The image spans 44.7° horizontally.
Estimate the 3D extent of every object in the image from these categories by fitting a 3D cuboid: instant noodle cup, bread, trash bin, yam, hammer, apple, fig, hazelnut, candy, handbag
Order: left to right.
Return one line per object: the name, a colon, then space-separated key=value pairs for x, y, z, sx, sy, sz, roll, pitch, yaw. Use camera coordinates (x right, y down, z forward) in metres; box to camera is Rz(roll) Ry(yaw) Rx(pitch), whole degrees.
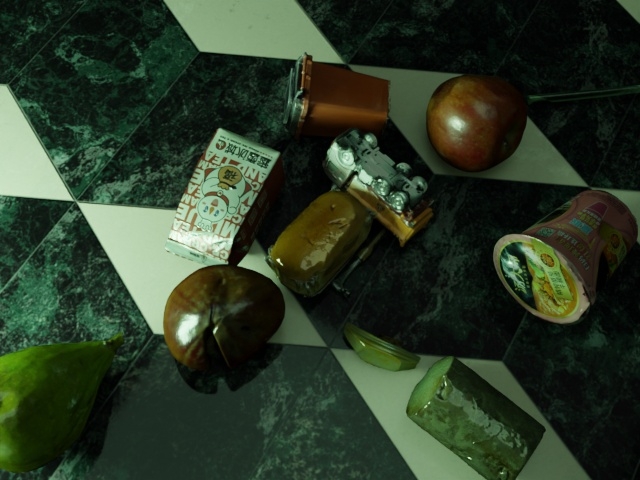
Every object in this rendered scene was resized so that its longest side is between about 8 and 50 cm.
fig: x=-0.515 y=0.312 z=1.485 sx=0.314 sy=0.233 sz=0.233 roll=-6 pitch=64 yaw=-30
hazelnut: x=-0.195 y=0.150 z=1.571 sx=0.252 sy=0.217 sz=0.217 roll=-16 pitch=68 yaw=-5
handbag: x=-0.212 y=-0.077 z=1.717 sx=0.171 sy=0.151 sz=0.298 roll=23 pitch=74 yaw=12
bread: x=0.000 y=0.000 z=1.696 sx=0.136 sy=0.107 sz=0.241 roll=33 pitch=68 yaw=25
trash bin: x=0.040 y=-0.330 z=1.825 sx=0.239 sy=0.184 sz=0.161 roll=7 pitch=66 yaw=-7
hammer: x=0.089 y=0.034 z=1.743 sx=0.078 sy=0.021 sz=0.201 roll=37 pitch=69 yaw=13
apple: x=0.354 y=-0.279 z=1.796 sx=0.230 sy=0.230 sz=0.229 roll=1 pitch=66 yaw=-3
yam: x=0.307 y=0.358 z=1.539 sx=0.268 sy=0.161 sz=0.161 roll=38 pitch=69 yaw=11
instant noodle cup: x=0.545 y=0.019 z=1.680 sx=0.255 sy=0.244 sz=0.244 roll=-37 pitch=73 yaw=-25
candy: x=0.736 y=-0.373 z=1.931 sx=0.440 sy=0.119 sz=0.119 roll=-4 pitch=66 yaw=3

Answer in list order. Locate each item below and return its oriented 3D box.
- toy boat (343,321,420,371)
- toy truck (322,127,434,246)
toy boat: x=0.126 y=0.225 z=1.638 sx=0.172 sy=0.065 sz=0.066 roll=23 pitch=44 yaw=6
toy truck: x=0.131 y=-0.125 z=1.751 sx=0.270 sy=0.135 sz=0.114 roll=43 pitch=49 yaw=11
